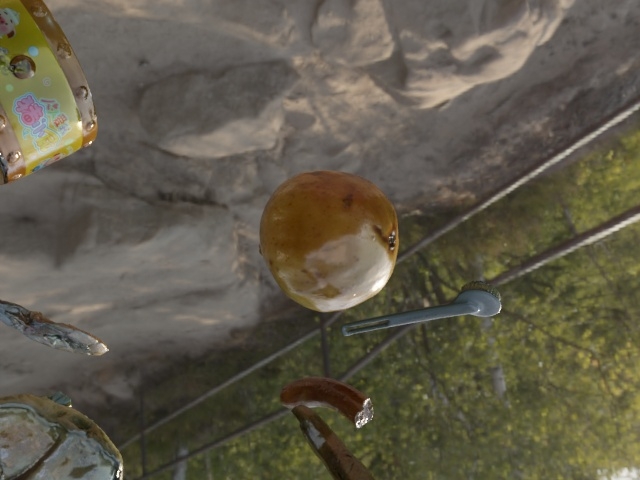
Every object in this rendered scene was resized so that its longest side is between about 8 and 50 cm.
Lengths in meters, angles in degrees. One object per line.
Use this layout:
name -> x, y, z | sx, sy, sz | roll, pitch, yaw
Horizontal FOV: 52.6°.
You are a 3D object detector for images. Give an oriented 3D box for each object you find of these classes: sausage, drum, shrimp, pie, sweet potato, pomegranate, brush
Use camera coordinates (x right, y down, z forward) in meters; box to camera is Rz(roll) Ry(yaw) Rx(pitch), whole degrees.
sausage -> 0.015, 0.399, 1.640 | 0.302, 0.102, 0.076 | 1, 145, 46
drum -> -0.670, -0.340, 1.343 | 0.214, 0.431, 0.431 | -34, 179, -27
shrimp -> -0.649, 0.213, 1.566 | 0.164, 0.062, 0.317 | -12, 144, 35
pie -> -0.466, 0.409, 0.992 | 0.338, 0.337, 0.075 | 1, 176, -26
sweet potato -> 0.029, 0.388, 1.157 | 0.062, 0.233, 0.081 | -32, 144, -18
pomegranate -> 0.000, 0.000, 1.711 | 0.411, 0.409, 0.410 | -6, 165, -1
brush -> 0.139, 0.107, 0.960 | 0.266, 0.027, 0.062 | -17, 129, 35

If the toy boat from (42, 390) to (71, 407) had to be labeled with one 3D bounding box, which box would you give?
toy boat -> -0.908, 0.541, 2.004 | 0.111, 0.084, 0.276 | 32, -166, 23
